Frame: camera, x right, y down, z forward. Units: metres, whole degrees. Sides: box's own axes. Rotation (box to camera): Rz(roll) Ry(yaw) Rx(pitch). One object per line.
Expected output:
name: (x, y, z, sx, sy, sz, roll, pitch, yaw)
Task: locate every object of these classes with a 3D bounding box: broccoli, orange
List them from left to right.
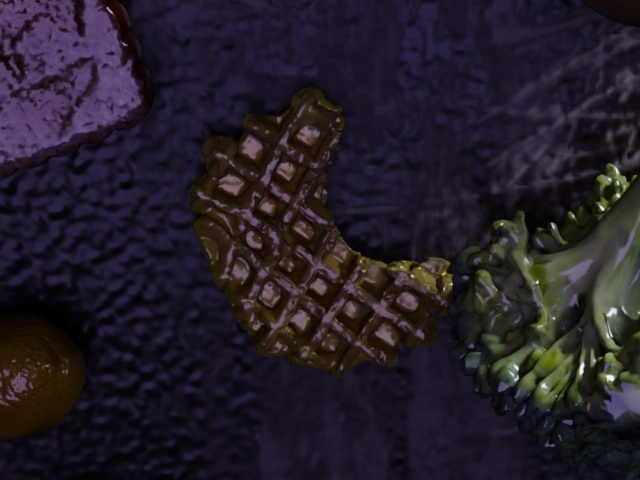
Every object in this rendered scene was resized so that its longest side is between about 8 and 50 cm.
orange: (-0.205, 0.092, 1.010, 0.095, 0.085, 0.085, -26, 105, 28)
broccoli: (0.225, 0.028, 0.918, 0.263, 0.247, 0.243, 10, 113, -23)

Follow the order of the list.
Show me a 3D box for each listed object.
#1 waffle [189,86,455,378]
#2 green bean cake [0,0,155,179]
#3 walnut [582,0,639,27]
waffle: (0.000, 0.000, 1.005, 0.149, 0.051, 0.194, -23, 99, 5)
green bean cake: (-0.186, -0.118, 0.967, 0.135, 0.056, 0.135, -21, 104, 3)
walnut: (0.232, -0.242, 0.852, 0.273, 0.273, 0.227, -19, 73, 4)
